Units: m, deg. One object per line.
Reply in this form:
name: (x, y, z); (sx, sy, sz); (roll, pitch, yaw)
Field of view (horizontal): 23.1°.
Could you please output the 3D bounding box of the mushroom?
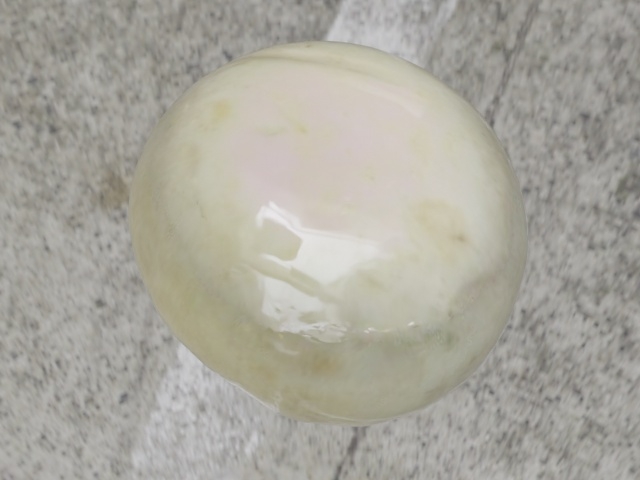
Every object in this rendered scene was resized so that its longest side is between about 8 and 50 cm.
mushroom: (0.000, 0.000, 0.964); (0.246, 0.202, 0.246); (8, 60, -14)
